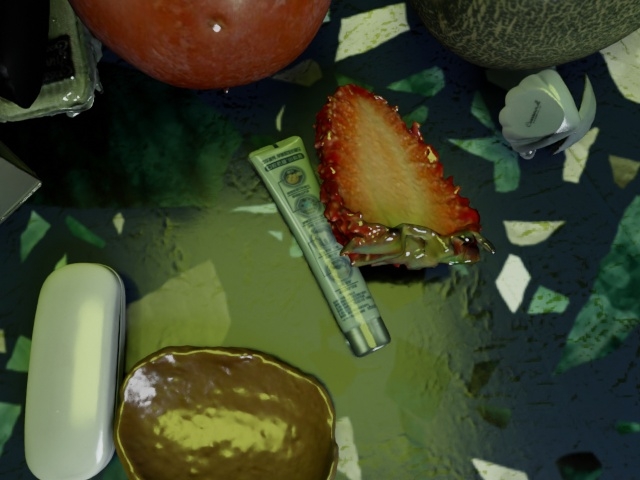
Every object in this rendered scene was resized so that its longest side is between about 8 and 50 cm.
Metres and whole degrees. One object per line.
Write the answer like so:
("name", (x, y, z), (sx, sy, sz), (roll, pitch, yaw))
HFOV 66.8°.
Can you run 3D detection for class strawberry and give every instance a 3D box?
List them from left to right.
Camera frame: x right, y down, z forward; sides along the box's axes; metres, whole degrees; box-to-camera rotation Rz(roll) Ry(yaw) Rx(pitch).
("strawberry", (0.067, -0.052, 0.483), (0.167, 0.087, 0.208), (9, 50, -17))

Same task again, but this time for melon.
("melon", (0.231, -0.300, 0.448), (0.329, 0.248, 0.249), (-32, 79, -8))

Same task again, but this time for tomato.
("tomato", (-0.109, -0.282, 0.444), (0.264, 0.265, 0.265), (0, 77, 1))

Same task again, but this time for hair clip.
("hair clip", (-0.325, -0.278, 0.529), (0.138, 0.091, 0.321), (-14, 89, -11))

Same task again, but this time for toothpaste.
("toothpaste", (0.000, 0.000, 0.484), (0.062, 0.039, 0.239), (-24, 76, -9))

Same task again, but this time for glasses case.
("glasses case", (-0.226, 0.118, 0.452), (0.076, 0.049, 0.197), (-3, 77, 0))

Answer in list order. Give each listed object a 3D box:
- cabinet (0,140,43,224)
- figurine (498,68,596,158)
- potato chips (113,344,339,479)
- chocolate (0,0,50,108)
("cabinet", (-0.417, -0.050, 0.445), (0.150, 0.145, 0.206), (41, 80, 9))
("figurine", (0.232, -0.127, 0.495), (0.082, 0.086, 0.094), (24, 120, 21))
("potato chips", (-0.083, 0.174, 0.439), (0.201, 0.049, 0.150), (4, 72, 4))
("chocolate", (-0.305, -0.242, 0.341), (0.186, 0.283, 0.284), (1, 76, -23))
